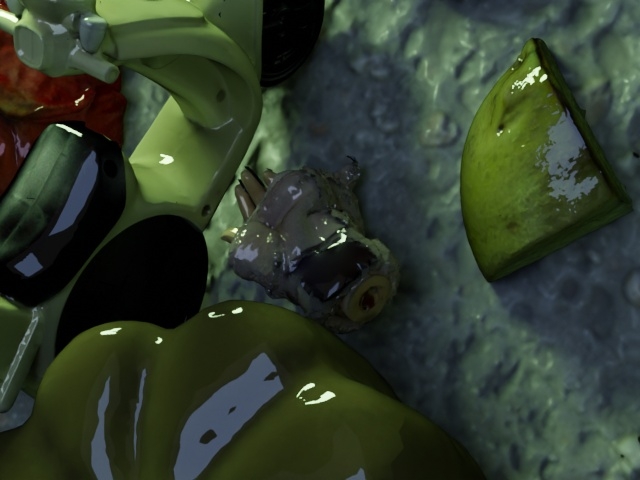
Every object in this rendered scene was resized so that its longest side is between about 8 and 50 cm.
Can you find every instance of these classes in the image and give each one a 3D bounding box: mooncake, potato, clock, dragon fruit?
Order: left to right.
[{"bbox_3d":[-0.286,-0.172,1.266,0.317,0.152,0.205,32,95,28],"label":"dragon fruit"},{"bbox_3d":[-0.147,-0.056,1.110,0.120,0.276,0.379,25,96,33],"label":"clock"},{"bbox_3d":[-0.072,0.226,1.016,0.378,0.201,0.379,-11,61,20],"label":"mooncake"},{"bbox_3d":[0.129,-0.059,1.075,0.120,0.081,0.149,-31,69,17],"label":"potato"}]

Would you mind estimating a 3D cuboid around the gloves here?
[{"bbox_3d":[-0.004,0.008,1.124,0.110,0.094,0.144,-30,50,10],"label":"gloves"}]
